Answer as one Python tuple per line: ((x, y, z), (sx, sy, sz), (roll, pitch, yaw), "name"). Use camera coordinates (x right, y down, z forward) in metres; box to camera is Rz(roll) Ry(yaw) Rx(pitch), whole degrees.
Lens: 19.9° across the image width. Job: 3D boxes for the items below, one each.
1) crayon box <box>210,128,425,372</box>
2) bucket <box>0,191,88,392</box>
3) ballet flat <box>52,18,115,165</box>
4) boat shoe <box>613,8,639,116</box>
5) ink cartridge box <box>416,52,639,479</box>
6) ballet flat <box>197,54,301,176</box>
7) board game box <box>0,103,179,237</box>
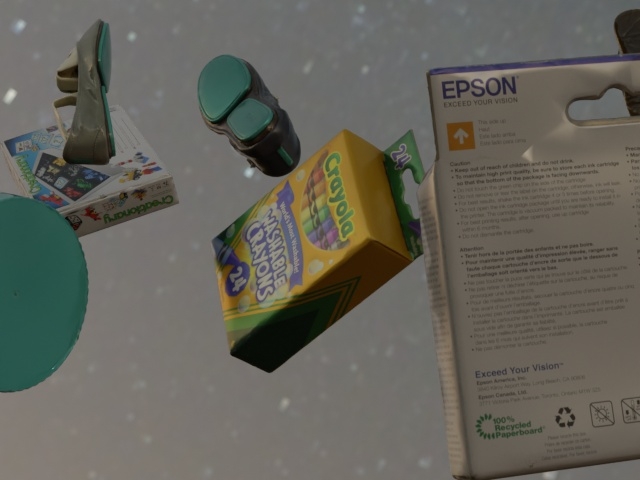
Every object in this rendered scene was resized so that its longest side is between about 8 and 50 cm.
((0.000, 0.000, 2.401), (0.323, 0.203, 0.083), (-39, -47, 26), "crayon box")
((-0.434, 0.059, 2.253), (0.183, 0.281, 0.281), (4, -37, 40), "bucket")
((-0.266, -0.169, 2.040), (0.068, 0.213, 0.072), (-5, -41, -3), "ballet flat")
((0.323, -0.157, 1.795), (0.056, 0.152, 0.049), (-10, -32, 11), "boat shoe")
((0.246, 0.015, 1.501), (0.324, 0.330, 0.071), (-5, -5, -16), "ink cartridge box")
((-0.063, -0.111, 1.703), (0.074, 0.074, 0.203), (46, 3, -29), "ballet flat")
((-0.337, -0.099, 2.629), (0.305, 0.193, 0.053), (-130, -156, -59), "board game box")
